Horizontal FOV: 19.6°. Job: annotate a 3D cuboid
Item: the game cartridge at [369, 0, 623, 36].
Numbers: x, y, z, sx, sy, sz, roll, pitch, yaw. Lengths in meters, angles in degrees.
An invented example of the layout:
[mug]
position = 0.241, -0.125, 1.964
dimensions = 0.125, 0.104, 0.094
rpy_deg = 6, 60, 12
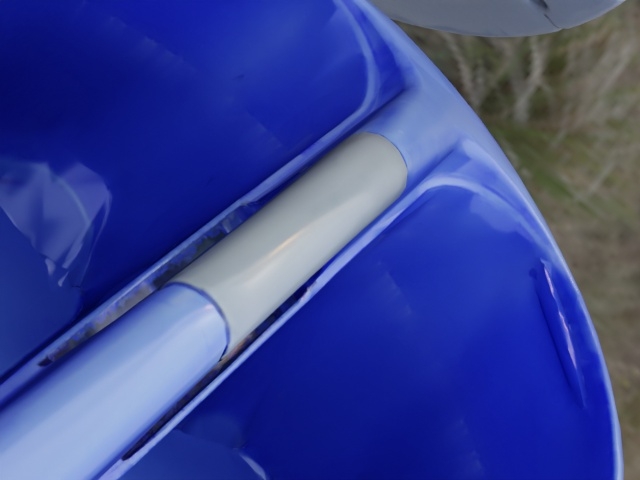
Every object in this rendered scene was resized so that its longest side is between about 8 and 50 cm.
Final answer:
[game cartridge]
position = 0.009, -0.161, 0.698
dimensions = 0.198, 0.297, 0.062
rpy_deg = 41, 82, -25

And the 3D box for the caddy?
[caddy]
position = -0.054, 0.039, 0.442
dimensions = 0.179, 0.241, 0.341
rpy_deg = -40, -179, 34
